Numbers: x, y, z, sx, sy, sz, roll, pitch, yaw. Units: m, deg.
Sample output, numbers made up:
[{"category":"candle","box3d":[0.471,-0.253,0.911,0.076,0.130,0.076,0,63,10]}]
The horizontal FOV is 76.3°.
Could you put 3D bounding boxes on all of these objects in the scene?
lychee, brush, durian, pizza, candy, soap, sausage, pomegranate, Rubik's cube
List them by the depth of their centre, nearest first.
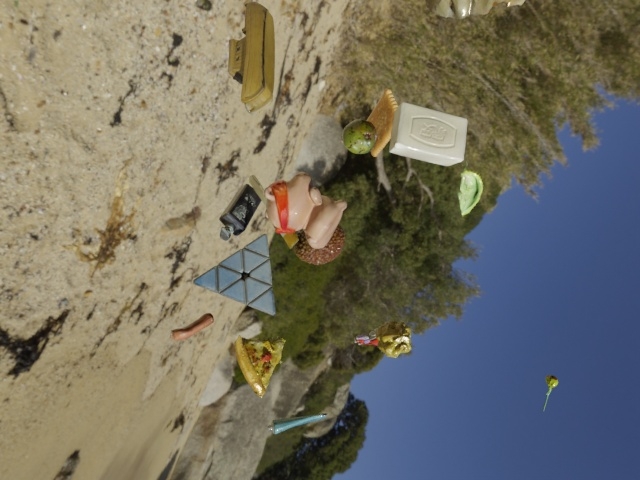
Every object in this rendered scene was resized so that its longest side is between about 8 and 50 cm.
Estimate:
[{"category":"soap","box3d":[0.272,-0.265,1.033,0.064,0.183,0.122,153,-53,-77]},{"category":"sausage","box3d":[-0.410,0.278,1.312,0.176,0.040,0.047,-25,133,-60]},{"category":"pomegranate","box3d":[0.118,-0.338,1.330,0.142,0.114,0.115,23,-87,60]},{"category":"candy","box3d":[0.751,0.504,1.346,0.035,0.035,0.123,143,-33,-86]},{"category":"Rubik's cube","box3d":[-0.263,0.153,1.463,0.228,0.233,0.228,-24,-165,25]},{"category":"durian","box3d":[0.551,-0.200,1.518,0.100,0.086,0.216,-29,121,-42]},{"category":"brush","box3d":[-0.185,-0.121,1.572,0.020,0.337,0.085,-22,162,-38]},{"category":"lychee","box3d":[0.000,0.000,1.605,0.238,0.200,0.200,-46,165,-49]},{"category":"pizza","box3d":[-0.247,0.500,1.814,0.075,0.280,0.287,-25,-174,38]}]

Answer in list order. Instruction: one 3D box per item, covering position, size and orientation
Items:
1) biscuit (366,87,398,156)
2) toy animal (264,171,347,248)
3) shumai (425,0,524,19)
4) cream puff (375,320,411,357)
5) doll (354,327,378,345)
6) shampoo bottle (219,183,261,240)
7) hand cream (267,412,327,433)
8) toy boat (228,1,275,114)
[{"category":"biscuit","box3d":[0.238,-0.461,1.615,0.250,0.030,0.160,130,-54,-62]},{"category":"toy animal","box3d":[-0.049,-0.074,1.017,0.171,0.197,0.171,-62,180,1]},{"category":"shumai","box3d":[0.275,-0.502,0.666,0.314,0.266,0.263,-75,-176,-59]},{"category":"cream puff","box3d":[0.300,0.387,1.637,0.156,0.121,0.156,-45,-167,13]},{"category":"doll","box3d":[0.252,0.426,1.786,0.227,0.102,0.075,-23,-130,35]},{"category":"shampoo bottle","box3d":[-0.317,-0.102,1.574,0.071,0.098,0.310,-27,-153,29]},{"category":"hand cream","box3d":[-0.088,0.684,1.536,0.083,0.224,0.048,115,-34,-52]},{"category":"toy boat","box3d":[-0.188,-0.501,1.108,0.089,0.121,0.321,26,60,-65]}]
